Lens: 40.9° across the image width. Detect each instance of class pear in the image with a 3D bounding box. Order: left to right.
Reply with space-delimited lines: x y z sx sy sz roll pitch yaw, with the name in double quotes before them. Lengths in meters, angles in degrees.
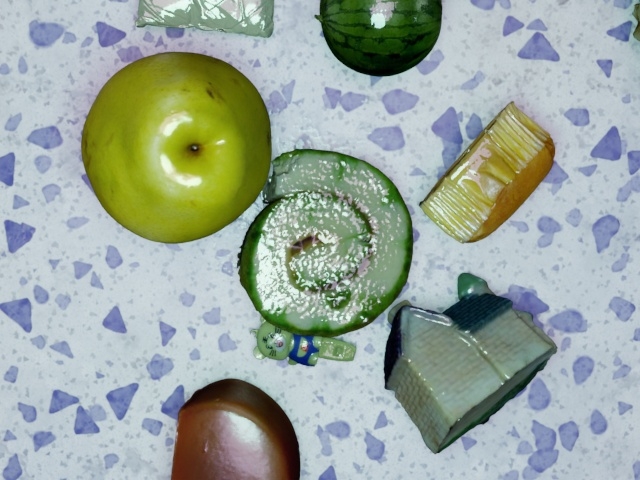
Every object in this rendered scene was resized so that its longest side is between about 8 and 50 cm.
"pear" -0.262 -0.172 1.601 0.362 0.418 0.363 -2 96 -20

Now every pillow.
"pillow" -0.227 -0.558 1.733 0.280 0.076 0.275 3 98 -7

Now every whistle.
"whistle" -0.038 0.217 1.803 0.227 0.085 0.105 13 97 -3

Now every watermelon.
"watermelon" 0.116 -0.439 1.671 0.242 0.242 0.242 0 95 -1

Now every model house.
"model house" 0.278 0.226 1.758 0.298 0.243 0.284 -30 69 -24

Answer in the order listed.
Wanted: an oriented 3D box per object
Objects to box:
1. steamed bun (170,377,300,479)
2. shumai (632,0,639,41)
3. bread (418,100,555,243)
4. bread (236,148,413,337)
"steamed bun" -0.165 0.486 1.749 0.248 0.235 0.380 6 94 3
"shumai" 0.725 -0.449 1.660 0.262 0.267 0.314 37 52 -3
"bread" 0.344 -0.126 1.722 0.156 0.204 0.288 40 89 0
"bread" 0.000 0.000 1.729 0.366 0.129 0.382 -27 92 -8
